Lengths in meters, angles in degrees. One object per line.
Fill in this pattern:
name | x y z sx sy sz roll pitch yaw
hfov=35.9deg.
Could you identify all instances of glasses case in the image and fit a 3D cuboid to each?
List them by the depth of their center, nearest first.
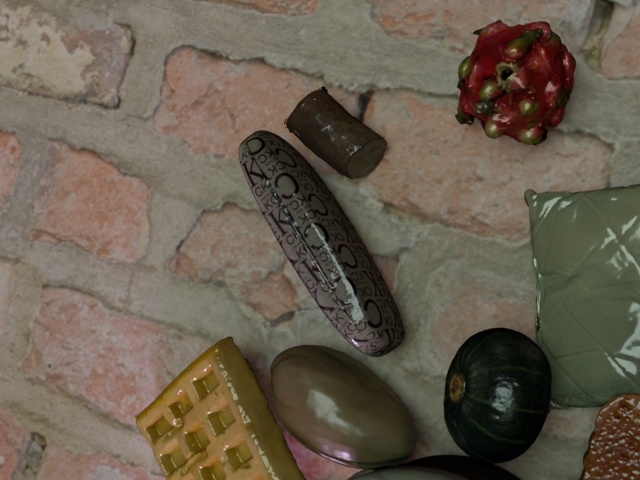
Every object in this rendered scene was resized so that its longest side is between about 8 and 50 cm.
glasses case | 0.000 0.000 1.336 0.085 0.137 0.355 -36 72 15

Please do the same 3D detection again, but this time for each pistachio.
pistachio | 0.025 0.224 1.311 0.226 0.136 0.136 31 95 17

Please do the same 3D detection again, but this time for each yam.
yam | 0.021 -0.149 1.380 0.127 0.084 0.084 43 100 24

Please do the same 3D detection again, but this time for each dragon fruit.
dragon fruit | 0.239 -0.198 1.246 0.166 0.172 0.160 -38 71 14

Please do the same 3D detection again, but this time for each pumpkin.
pumpkin | 0.218 0.190 1.216 0.167 0.125 0.167 -26 60 59

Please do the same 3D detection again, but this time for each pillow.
pillow | 0.394 0.065 1.206 0.274 0.076 0.281 -5 87 28

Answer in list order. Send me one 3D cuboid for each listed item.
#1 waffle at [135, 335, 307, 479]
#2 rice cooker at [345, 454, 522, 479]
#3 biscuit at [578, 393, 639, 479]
waffle | -0.141 0.289 1.360 0.221 0.055 0.248 -43 67 37
rice cooker | 0.120 0.412 1.134 0.335 0.325 0.335 -3 82 21
biscuit | 0.386 0.320 1.178 0.183 0.043 0.280 -11 93 21
